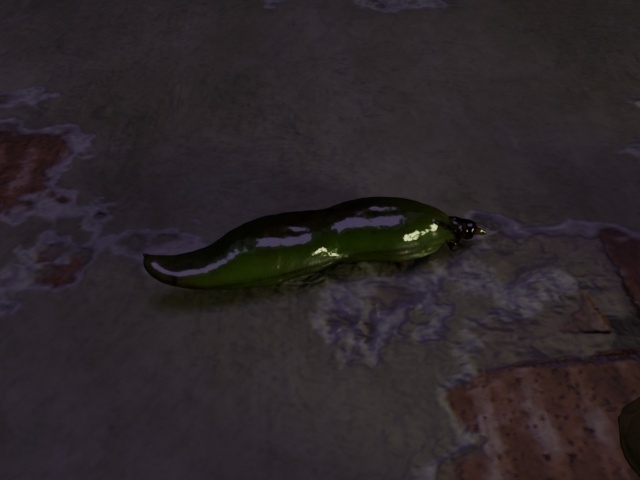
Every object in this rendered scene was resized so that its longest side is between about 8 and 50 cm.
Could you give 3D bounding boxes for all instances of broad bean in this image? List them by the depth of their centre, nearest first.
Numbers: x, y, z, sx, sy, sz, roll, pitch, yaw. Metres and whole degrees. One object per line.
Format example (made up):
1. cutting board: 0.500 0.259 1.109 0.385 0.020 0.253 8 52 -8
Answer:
1. broad bean: 0.000 0.000 0.868 0.339 0.061 0.077 -10 47 -10

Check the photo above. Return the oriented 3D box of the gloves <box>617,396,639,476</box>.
1. gloves: 0.216 0.156 0.399 0.141 0.331 0.154 15 38 35
